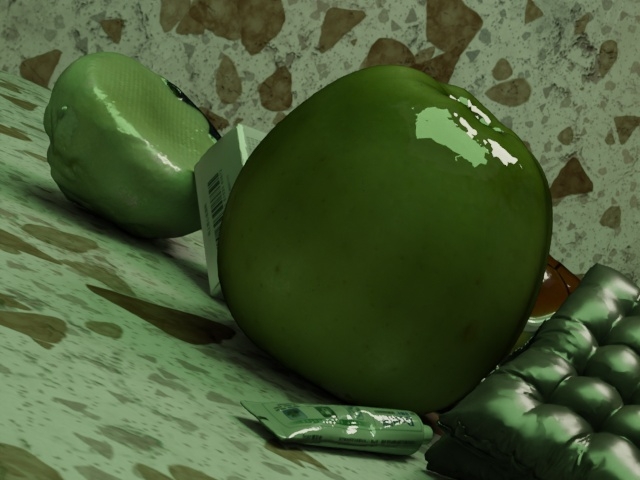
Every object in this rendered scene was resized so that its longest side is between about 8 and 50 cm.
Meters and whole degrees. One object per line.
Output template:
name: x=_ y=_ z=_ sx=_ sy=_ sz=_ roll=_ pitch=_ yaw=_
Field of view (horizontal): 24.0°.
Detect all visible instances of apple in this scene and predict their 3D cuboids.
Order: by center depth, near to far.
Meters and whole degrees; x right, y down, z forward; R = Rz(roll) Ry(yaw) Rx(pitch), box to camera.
apple: x=0.069 y=0.000 z=1.552 sx=0.357 sy=0.357 sz=0.357 roll=23 pitch=7 yaw=-3

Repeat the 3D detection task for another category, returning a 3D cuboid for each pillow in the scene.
pillow: x=0.273 y=0.153 z=1.397 sx=0.228 sy=0.101 sz=0.326 roll=30 pitch=45 yaw=21

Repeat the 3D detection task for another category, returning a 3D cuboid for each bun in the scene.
bun: x=-0.250 y=-0.102 z=1.953 sx=0.283 sy=0.179 sz=0.283 roll=36 pitch=22 yaw=-17

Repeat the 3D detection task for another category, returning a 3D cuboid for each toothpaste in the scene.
toothpaste: x=0.024 y=0.165 z=1.324 sx=0.218 sy=0.041 sz=0.064 roll=12 pitch=19 yaw=-44

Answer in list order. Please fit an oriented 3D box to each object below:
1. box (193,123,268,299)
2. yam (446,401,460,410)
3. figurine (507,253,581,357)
box: x=0.000 y=0.000 z=1.851 sx=0.299 sy=0.106 sz=0.200 roll=20 pitch=44 yaw=-34
yam: x=0.193 y=0.182 z=1.640 sx=0.300 sy=0.066 sz=0.066 roll=29 pitch=9 yaw=36
figurine: x=0.257 y=0.091 z=2.112 sx=0.416 sy=0.243 sz=0.298 roll=43 pitch=-6 yaw=-10
